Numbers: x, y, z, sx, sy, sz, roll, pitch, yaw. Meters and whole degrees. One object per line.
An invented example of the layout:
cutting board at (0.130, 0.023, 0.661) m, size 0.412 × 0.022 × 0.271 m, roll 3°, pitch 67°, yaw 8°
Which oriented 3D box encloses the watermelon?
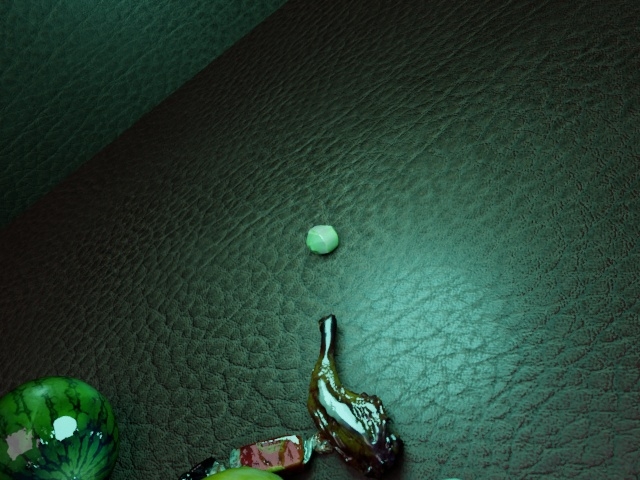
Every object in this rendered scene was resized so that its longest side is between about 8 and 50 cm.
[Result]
watermelon at (-0.674, 0.511, 1.312) m, size 0.364 × 0.363 × 0.362 m, roll -16°, pitch 52°, yaw 22°

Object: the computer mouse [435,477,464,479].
computer mouse at (0.190, 0.517, 0.933) m, size 0.380 × 0.090 × 0.167 m, roll -22°, pitch 31°, yaw 16°

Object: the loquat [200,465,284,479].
loquat at (-0.159, 0.581, 0.987) m, size 0.284 × 0.275 × 0.276 m, roll -14°, pitch 38°, yaw -30°

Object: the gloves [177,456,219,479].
gloves at (-0.287, 0.598, 1.147) m, size 0.203 × 0.124 × 0.164 m, roll -37°, pitch 65°, yaw -7°

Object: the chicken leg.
chicken leg at (0.042, 0.333, 1.162) m, size 0.158 × 0.095 × 0.406 m, roll -29°, pitch 45°, yaw 3°

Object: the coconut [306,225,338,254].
coconut at (0.000, 0.000, 1.430) m, size 0.081 × 0.082 × 0.083 m, roll -33°, pitch 85°, yaw -27°

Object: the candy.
candy at (-0.109, 0.474, 1.145) m, size 0.293 × 0.059 × 0.086 m, roll -14°, pitch 53°, yaw -2°
